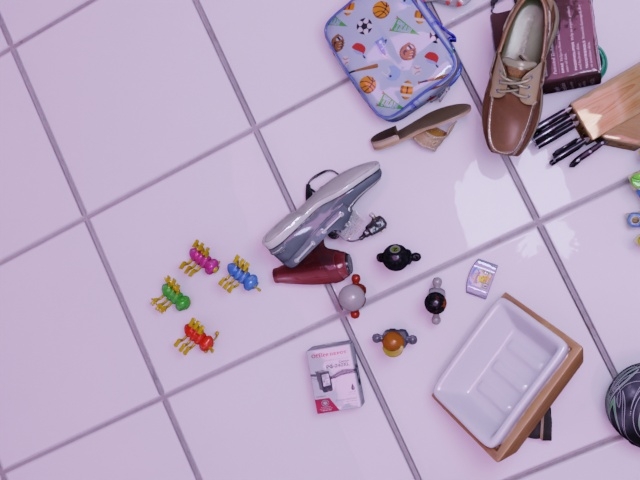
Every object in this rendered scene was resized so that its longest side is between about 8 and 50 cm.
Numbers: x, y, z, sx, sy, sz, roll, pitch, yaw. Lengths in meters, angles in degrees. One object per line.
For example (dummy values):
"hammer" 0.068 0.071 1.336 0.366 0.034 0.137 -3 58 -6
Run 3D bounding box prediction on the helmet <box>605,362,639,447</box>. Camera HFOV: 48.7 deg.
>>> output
"helmet" 0.681 0.340 1.475 0.169 0.169 0.161 -41 98 8

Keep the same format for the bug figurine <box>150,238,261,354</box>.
"bug figurine" -0.278 0.129 1.713 0.216 0.072 0.279 40 101 15

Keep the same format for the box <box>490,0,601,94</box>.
"box" 0.481 -0.405 1.504 0.203 0.168 0.167 -8 91 22

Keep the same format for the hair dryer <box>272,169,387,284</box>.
"hair dryer" 0.000 0.000 1.674 0.293 0.080 0.223 -48 65 1

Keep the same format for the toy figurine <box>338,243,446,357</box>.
"toy figurine" 0.169 0.131 1.585 0.213 0.148 0.209 -41 82 8

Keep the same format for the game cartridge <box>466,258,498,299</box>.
"game cartridge" 0.365 0.087 1.615 0.056 0.017 0.083 19 93 15

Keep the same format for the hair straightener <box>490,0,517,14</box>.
"hair straightener" 0.474 -0.591 1.586 0.089 0.047 0.230 44 97 9

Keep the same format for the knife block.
"knife block" 0.590 -0.288 1.538 0.242 0.088 0.276 15 93 10

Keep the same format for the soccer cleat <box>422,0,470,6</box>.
"soccer cleat" 0.262 -0.583 1.626 0.196 0.068 0.076 22 51 23

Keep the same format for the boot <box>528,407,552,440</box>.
"boot" 0.441 0.344 1.570 0.137 0.077 0.198 -2 88 16

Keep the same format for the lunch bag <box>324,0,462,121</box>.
"lunch bag" 0.171 -0.430 1.599 0.243 0.115 0.303 -35 83 17

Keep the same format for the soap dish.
"soap dish" 0.399 0.289 1.509 0.291 0.118 0.229 -56 39 6

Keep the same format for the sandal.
"sandal" 0.240 -0.238 1.627 0.240 0.088 0.079 -17 117 17

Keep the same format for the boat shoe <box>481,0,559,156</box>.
"boat shoe" 0.384 -0.330 1.391 0.122 0.120 0.324 11 99 20

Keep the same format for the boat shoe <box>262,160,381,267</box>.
"boat shoe" 0.019 -0.060 1.606 0.319 0.116 0.099 -37 108 -1

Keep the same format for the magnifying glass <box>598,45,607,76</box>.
"magnifying glass" 0.550 -0.446 1.584 0.092 0.026 0.231 -38 84 9

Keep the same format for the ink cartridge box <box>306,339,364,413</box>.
"ink cartridge box" 0.034 0.317 1.652 0.109 0.063 0.151 -12 87 11

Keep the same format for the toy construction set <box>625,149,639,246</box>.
"toy construction set" 0.784 -0.129 1.465 0.327 0.151 0.215 -20 86 10
